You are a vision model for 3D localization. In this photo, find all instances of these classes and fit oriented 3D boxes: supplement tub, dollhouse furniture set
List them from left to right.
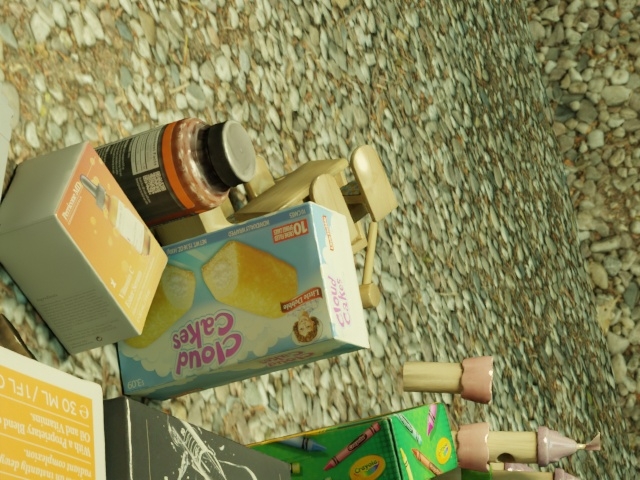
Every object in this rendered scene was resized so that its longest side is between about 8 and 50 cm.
[{"bbox_3d":[-0.170,-0.070,1.883,0.106,0.198,0.106,45,37,-49],"label":"supplement tub"},{"bbox_3d":[-0.077,-0.056,2.072,0.242,0.212,0.161,-37,113,-36],"label":"dollhouse furniture set"}]

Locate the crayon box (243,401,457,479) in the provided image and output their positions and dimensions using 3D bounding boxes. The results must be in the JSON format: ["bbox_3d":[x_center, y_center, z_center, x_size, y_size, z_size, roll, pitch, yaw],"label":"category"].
[{"bbox_3d":[-0.008,0.251,1.930,0.165,0.278,0.081,-1,77,-66],"label":"crayon box"}]

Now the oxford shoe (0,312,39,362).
[{"bbox_3d":[-0.291,0.148,1.657,0.076,0.076,0.212,49,-9,37],"label":"oxford shoe"}]

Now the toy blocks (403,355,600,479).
[{"bbox_3d":[0.234,0.352,2.320,0.288,0.260,0.309,86,8,-47],"label":"toy blocks"}]

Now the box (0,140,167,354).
[{"bbox_3d":[-0.249,0.008,1.794,0.170,0.091,0.130,58,28,-32],"label":"box"}]

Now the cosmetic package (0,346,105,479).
[{"bbox_3d":[-0.294,0.319,1.411,0.230,0.161,0.453,32,48,-56],"label":"cosmetic package"}]

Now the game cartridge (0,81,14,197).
[{"bbox_3d":[-0.376,-0.070,1.618,0.198,0.062,0.297,43,38,-42],"label":"game cartridge"}]

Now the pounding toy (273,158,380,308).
[{"bbox_3d":[0.005,0.003,2.345,0.181,0.094,0.206,-31,103,-65],"label":"pounding toy"}]

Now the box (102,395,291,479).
[{"bbox_3d":[-0.163,0.360,1.648,0.312,0.179,0.343,31,47,-56],"label":"box"}]

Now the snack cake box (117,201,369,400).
[{"bbox_3d":[-0.092,0.070,1.880,0.089,0.264,0.152,20,56,-60],"label":"snack cake box"}]
